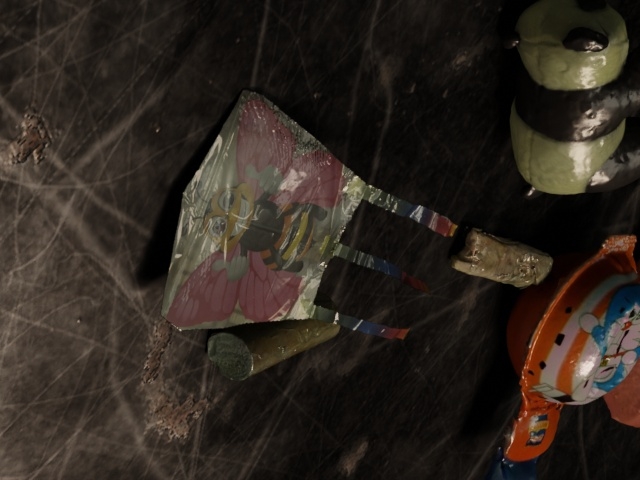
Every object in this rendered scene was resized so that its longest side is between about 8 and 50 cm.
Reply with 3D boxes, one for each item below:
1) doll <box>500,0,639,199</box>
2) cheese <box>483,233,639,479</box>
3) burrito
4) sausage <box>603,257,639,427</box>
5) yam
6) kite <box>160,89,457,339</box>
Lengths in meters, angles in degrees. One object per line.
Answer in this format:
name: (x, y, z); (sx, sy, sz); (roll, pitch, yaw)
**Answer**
doll: (0.250, -0.145, 1.850); (0.135, 0.143, 0.234); (-32, 142, -29)
cheese: (0.269, 0.138, 2.146); (0.217, 0.129, 0.329); (2, 115, -56)
burrito: (0.190, 0.020, 2.005); (0.051, 0.042, 0.171); (-54, 150, 13)
sausage: (0.430, 0.103, 2.337); (0.152, 0.152, 0.280); (-22, 136, -47)
yam: (-0.038, 0.082, 1.706); (0.132, 0.054, 0.054); (-23, 135, -45)
kite: (0.003, 0.001, 1.657); (0.360, 0.022, 0.204); (15, 97, -51)
